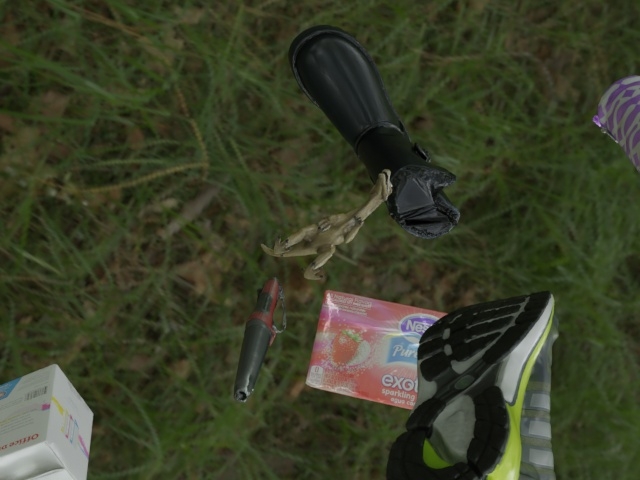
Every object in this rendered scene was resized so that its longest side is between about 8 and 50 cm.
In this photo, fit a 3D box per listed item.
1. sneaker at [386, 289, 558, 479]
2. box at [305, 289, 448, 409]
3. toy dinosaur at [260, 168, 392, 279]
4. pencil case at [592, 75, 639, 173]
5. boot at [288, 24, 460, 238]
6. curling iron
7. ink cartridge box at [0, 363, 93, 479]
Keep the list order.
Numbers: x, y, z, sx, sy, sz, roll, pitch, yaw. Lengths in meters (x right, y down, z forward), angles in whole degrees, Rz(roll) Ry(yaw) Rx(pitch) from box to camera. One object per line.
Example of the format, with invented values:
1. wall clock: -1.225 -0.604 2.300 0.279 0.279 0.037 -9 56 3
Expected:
1. sneaker: 0.132 0.144 0.870 0.121 0.111 0.300 65 31 -22
2. box: 0.146 0.171 1.596 0.154 0.300 0.142 34 67 -76
3. toy dinosaur: 0.000 0.000 1.059 0.053 0.183 0.092 57 36 -4
4. pencil case: 0.399 -0.114 1.351 0.088 0.206 0.086 -34 128 15
5. boot: 0.071 -0.131 1.360 0.094 0.207 0.246 -35 127 4
6. curling iron: -0.064 0.110 1.251 0.035 0.274 0.068 -7 107 5
7. ink cartridge box: -0.315 0.226 1.234 0.092 0.143 0.090 -21 125 9
